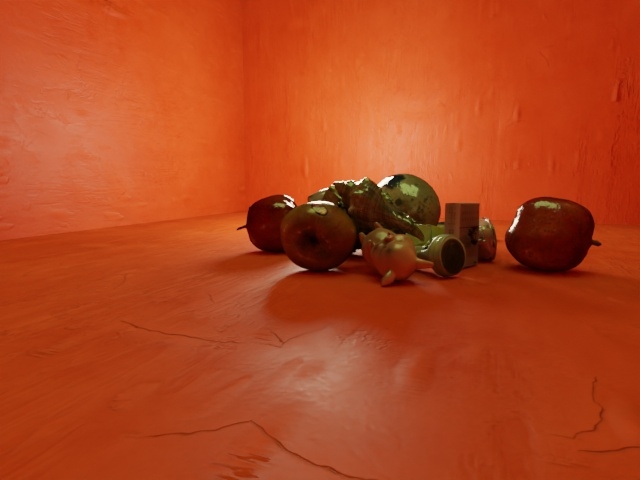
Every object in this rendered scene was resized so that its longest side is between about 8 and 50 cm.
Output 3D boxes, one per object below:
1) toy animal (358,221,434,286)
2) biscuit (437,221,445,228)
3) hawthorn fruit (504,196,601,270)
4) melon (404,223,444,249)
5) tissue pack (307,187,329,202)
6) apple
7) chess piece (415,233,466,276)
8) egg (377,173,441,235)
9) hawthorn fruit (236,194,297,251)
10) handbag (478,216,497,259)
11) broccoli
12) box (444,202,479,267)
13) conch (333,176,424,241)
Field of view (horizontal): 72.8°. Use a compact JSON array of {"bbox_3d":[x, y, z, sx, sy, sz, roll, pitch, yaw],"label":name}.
[{"bbox_3d":[0.218,0.047,1.382,0.166,0.154,0.250,-38,23,0],"label":"toy animal"},{"bbox_3d":[0.743,-0.045,2.358,0.334,0.078,0.329,-3,12,-6],"label":"biscuit"},{"bbox_3d":[0.816,-0.019,1.525,0.299,0.276,0.275,15,13,24],"label":"hawthorn fruit"},{"bbox_3d":[0.542,-0.006,1.894,0.323,0.124,0.196,4,10,-28],"label":"melon"},{"bbox_3d":[0.062,-0.141,2.240,0.235,0.230,0.333,-14,-8,-5],"label":"tissue pack"},{"bbox_3d":[-0.008,-0.016,1.482,0.260,0.261,0.194,3,16,15],"label":"apple"},{"bbox_3d":[0.351,0.058,1.497,0.139,0.139,0.271,-5,-2,-34],"label":"chess piece"},{"bbox_3d":[0.423,-0.157,2.185,0.344,0.345,0.428,-1,24,-12],"label":"egg"},{"bbox_3d":[-0.223,-0.066,1.894,0.300,0.254,0.254,-10,5,15],"label":"hawthorn fruit"},{"bbox_3d":[0.615,-0.009,1.730,0.116,0.179,0.205,-7,16,4],"label":"handbag"},{"bbox_3d":[0.134,-0.119,1.784,0.280,0.348,0.293,40,-12,7],"label":"broccoli"},{"bbox_3d":[0.511,-0.020,1.568,0.149,0.233,0.067,-5,7,-41],"label":"box"},{"bbox_3d":[0.193,-0.097,1.543,0.386,0.170,0.203,47,31,13],"label":"conch"}]
